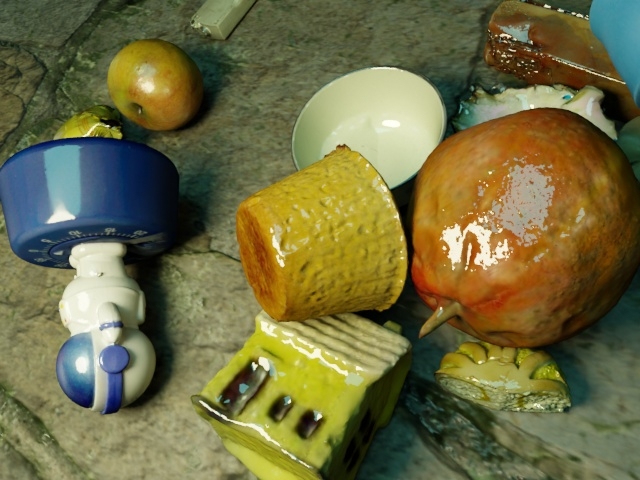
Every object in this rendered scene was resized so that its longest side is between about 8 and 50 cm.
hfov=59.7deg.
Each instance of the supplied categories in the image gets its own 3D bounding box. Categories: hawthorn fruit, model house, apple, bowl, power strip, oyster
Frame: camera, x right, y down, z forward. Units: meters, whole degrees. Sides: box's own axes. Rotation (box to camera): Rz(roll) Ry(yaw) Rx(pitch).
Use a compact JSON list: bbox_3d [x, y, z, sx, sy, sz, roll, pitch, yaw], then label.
[{"bbox_3d":[0.215,0.010,0.645,0.277,0.277,0.298,34,70,30],"label":"hawthorn fruit"},{"bbox_3d":[-0.006,0.186,0.712,0.193,0.175,0.234,20,52,28],"label":"model house"},{"bbox_3d":[-0.307,-0.296,1.051,0.182,0.182,0.155,16,62,25],"label":"apple"},{"bbox_3d":[0.082,-0.138,0.858,0.237,0.126,0.238,-8,62,15],"label":"bowl"},{"bbox_3d":[-0.170,-0.544,1.204,0.080,0.048,0.286,26,74,26],"label":"power strip"},{"bbox_3d":[0.320,-0.157,0.805,0.259,0.092,0.198,9,57,27],"label":"oyster"}]

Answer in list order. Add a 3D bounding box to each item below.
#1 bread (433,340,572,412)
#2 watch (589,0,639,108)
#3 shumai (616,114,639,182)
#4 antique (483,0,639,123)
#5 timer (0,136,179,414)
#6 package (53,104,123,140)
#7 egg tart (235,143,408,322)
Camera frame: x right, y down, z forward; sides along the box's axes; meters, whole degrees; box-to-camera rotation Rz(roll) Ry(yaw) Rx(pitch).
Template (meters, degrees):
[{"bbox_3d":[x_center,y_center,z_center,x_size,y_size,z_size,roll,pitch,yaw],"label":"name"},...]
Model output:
[{"bbox_3d":[0.230,0.159,0.686,0.157,0.083,0.094,19,59,28],"label":"bread"},{"bbox_3d":[0.441,-0.271,0.592,0.274,0.305,0.242,-32,61,35],"label":"watch"},{"bbox_3d":[0.457,-0.059,0.594,0.262,0.267,0.314,8,26,25],"label":"shumai"},{"bbox_3d":[0.394,-0.272,0.844,0.310,0.087,0.093,33,79,29],"label":"antique"},{"bbox_3d":[-0.335,0.066,0.850,0.270,0.270,0.384,-14,73,12],"label":"timer"},{"bbox_3d":[-0.450,-0.194,1.076,0.168,0.090,0.226,-38,32,-1],"label":"package"},{"bbox_3d":[0.000,0.000,0.679,0.170,0.215,0.215,-17,54,-24],"label":"egg tart"}]
